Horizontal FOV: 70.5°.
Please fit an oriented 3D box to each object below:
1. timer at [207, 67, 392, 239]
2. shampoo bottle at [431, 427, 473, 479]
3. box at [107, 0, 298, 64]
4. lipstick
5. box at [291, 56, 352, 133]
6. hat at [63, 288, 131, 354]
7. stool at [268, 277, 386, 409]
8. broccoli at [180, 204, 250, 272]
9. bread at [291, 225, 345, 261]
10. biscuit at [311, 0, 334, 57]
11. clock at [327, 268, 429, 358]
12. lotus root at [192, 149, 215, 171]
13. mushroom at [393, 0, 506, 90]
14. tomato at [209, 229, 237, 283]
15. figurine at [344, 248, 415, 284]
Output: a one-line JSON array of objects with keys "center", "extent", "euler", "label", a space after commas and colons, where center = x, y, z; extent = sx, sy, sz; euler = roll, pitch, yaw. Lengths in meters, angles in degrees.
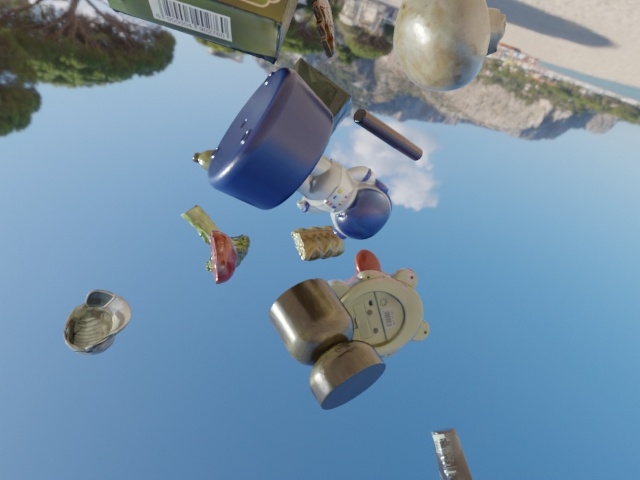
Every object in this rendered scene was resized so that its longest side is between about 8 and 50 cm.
[{"center": [-0.004, -0.132, 0.937], "extent": [0.384, 0.270, 0.270], "euler": [33, -159, -25], "label": "timer"}, {"center": [0.282, 0.503, 0.942], "extent": [0.064, 0.057, 0.207], "euler": [-4, -112, -20], "label": "shampoo bottle"}, {"center": [-0.210, -0.636, 0.970], "extent": [0.373, 0.420, 0.138], "euler": [17, 165, -4], "label": "box"}, {"center": [0.243, -0.364, 1.585], "extent": [0.357, 0.057, 0.057], "euler": [20, -160, -44], "label": "lipstick"}, {"center": [-0.020, -0.506, 1.620], "extent": [0.231, 0.149, 0.155], "euler": [39, -176, 5], "label": "box"}, {"center": [-0.812, 0.312, 1.682], "extent": [0.161, 0.275, 0.231], "euler": [35, -149, -58], "label": "hat"}, {"center": [0.010, 0.243, 1.097], "extent": [0.179, 0.179, 0.264], "euler": [-7, -132, -40], "label": "stool"}, {"center": [-0.522, 0.002, 2.157], "extent": [0.361, 0.221, 0.252], "euler": [32, -117, -15], "label": "broccoli"}, {"center": [0.000, 0.000, 1.550], "extent": [0.232, 0.088, 0.128], "euler": [-3, -127, -51], "label": "bread"}, {"center": [0.013, -0.461, 0.971], "extent": [0.019, 0.129, 0.119], "euler": [-4, -159, 19], "label": "biscuit"}, {"center": [0.170, 0.233, 1.420], "extent": [0.310, 0.283, 0.114], "euler": [-15, -176, -5], "label": "clock"}, {"center": [-0.361, -0.280, 1.606], "extent": [0.183, 0.077, 0.090], "euler": [12, -143, -10], "label": "lotus root"}, {"center": [0.354, -0.569, 1.233], "extent": [0.290, 0.297, 0.297], "euler": [-26, -134, -21], "label": "mushroom"}, {"center": [-0.276, 0.042, 1.299], "extent": [0.069, 0.155, 0.155], "euler": [-7, -145, -18], "label": "tomato"}, {"center": [0.206, 0.215, 1.787], "extent": [0.270, 0.261, 0.211], "euler": [26, -139, -11], "label": "figurine"}]
